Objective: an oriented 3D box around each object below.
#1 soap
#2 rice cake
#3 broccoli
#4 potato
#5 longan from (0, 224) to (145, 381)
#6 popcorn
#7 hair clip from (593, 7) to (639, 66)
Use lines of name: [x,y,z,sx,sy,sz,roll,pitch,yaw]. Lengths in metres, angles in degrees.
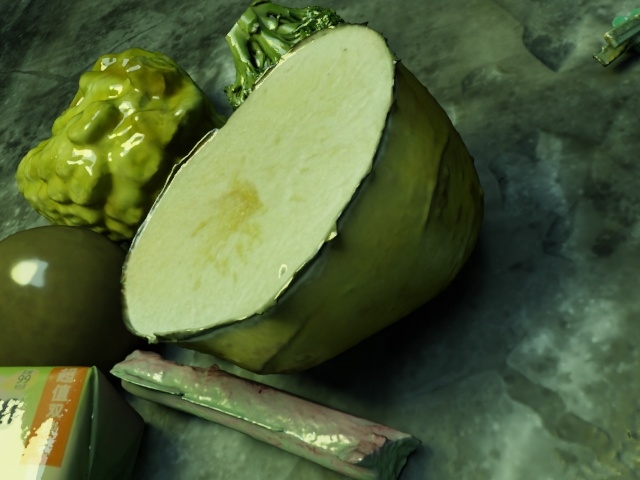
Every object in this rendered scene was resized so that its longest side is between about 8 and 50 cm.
soap: [-0.269,0.208,0.587,0.199,0.138,0.182,-2,53,10]
rice cake: [-0.060,0.138,0.591,0.290,0.081,0.051,9,74,33]
broccoli: [-0.041,-0.202,0.807,0.162,0.138,0.146,-51,15,2]
potato: [0.000,0.000,0.592,0.300,0.196,0.246,-46,37,5]
longan: [-0.254,0.068,0.690,0.189,0.189,0.189,-15,50,18]
popcorn: [-0.217,-0.097,0.776,0.225,0.174,0.286,-40,30,-1]
hair clip: [0.328,-0.225,0.682,0.173,0.049,0.049,-36,47,-8]
